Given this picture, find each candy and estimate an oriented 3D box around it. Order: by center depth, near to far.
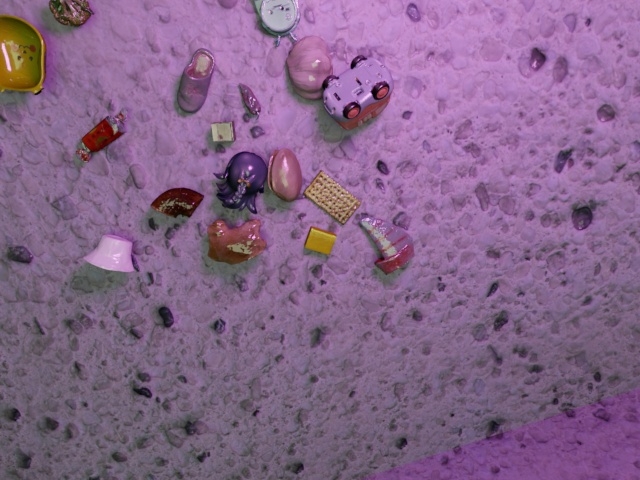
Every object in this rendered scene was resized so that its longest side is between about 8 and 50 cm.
[{"bbox_3d":[-0.865,-0.420,1.627,0.292,0.059,0.086,-35,104,8],"label":"candy"}]

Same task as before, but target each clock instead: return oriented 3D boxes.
[{"bbox_3d":[-0.150,-0.841,1.515,0.160,0.066,0.210,-16,110,3],"label":"clock"}]

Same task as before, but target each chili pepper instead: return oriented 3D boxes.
[{"bbox_3d":[-0.277,-0.554,1.620,0.050,0.041,0.153,-30,92,-14],"label":"chili pepper"}]

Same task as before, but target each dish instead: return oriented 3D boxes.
[{"bbox_3d":[-1.099,-0.674,1.502,0.221,0.108,0.262,2,107,-4],"label":"dish"}]

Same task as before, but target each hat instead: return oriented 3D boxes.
[{"bbox_3d":[-0.883,0.047,1.740,0.203,0.203,0.126,17,92,-9],"label":"hat"}]

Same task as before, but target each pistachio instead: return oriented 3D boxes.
[{"bbox_3d":[-0.149,-0.266,1.685,0.152,0.126,0.223,-21,107,-31],"label":"pistachio"}]

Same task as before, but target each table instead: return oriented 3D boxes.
[{"bbox_3d":[-0.389,-0.439,1.641,0.083,0.062,0.079,-4,109,-2],"label":"table"}]

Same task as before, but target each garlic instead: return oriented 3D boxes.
[{"bbox_3d":[-0.037,-0.648,1.550,0.178,0.142,0.229,-8,118,-2],"label":"garlic"}]

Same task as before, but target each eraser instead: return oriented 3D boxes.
[{"bbox_3d":[0.000,0.000,1.822,0.123,0.045,0.097,16,108,-10],"label":"eraser"}]

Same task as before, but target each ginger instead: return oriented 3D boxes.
[{"bbox_3d":[-0.372,-0.003,1.760,0.276,0.130,0.221,-34,99,3],"label":"ginger"}]

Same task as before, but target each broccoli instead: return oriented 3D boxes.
[{"bbox_3d":[-0.891,-0.827,1.455,0.130,0.120,0.131,-29,75,-13],"label":"broccoli"}]

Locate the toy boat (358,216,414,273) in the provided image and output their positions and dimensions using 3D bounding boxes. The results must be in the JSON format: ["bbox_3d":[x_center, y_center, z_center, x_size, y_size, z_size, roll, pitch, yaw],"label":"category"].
[{"bbox_3d":[0.289,-0.005,1.827,0.206,0.096,0.282,-36,94,2],"label":"toy boat"}]

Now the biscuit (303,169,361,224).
[{"bbox_3d":[0.051,-0.184,1.776,0.231,0.016,0.139,36,103,-14],"label":"biscuit"}]

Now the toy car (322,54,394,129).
[{"bbox_3d":[0.150,-0.545,1.563,0.271,0.212,0.180,-34,68,6],"label":"toy car"}]

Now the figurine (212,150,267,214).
[{"bbox_3d":[-0.320,-0.231,1.669,0.175,0.197,0.264,1,110,-42],"label":"figurine"}]

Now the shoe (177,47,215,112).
[{"bbox_3d":[-0.479,-0.610,1.560,0.103,0.100,0.250,21,104,-10],"label":"shoe"}]

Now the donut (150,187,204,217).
[{"bbox_3d":[-0.605,-0.160,1.700,0.187,0.126,0.144,25,99,-11],"label":"donut"}]
